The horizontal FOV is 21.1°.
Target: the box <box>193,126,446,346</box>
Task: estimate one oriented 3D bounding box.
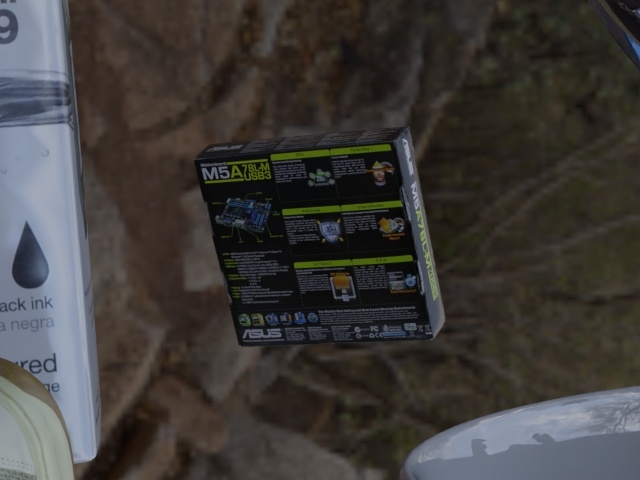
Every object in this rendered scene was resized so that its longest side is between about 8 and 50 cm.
[{"bbox_3d":[0.000,0.000,1.481,0.045,0.190,0.184,-45,126,-60],"label":"box"}]

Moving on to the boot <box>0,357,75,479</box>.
[{"bbox_3d":[-0.137,0.163,0.555,0.165,0.077,0.213,-41,131,-58],"label":"boot"}]

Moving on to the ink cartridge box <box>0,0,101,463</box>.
[{"bbox_3d":[-0.220,-0.038,0.814,0.121,0.211,0.289,-136,-139,-81],"label":"ink cartridge box"}]

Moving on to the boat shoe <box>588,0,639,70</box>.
[{"bbox_3d":[0.204,-0.233,1.185,0.258,0.089,0.109,61,2,-22],"label":"boat shoe"}]

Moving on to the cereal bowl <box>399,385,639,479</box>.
[{"bbox_3d":[0.213,0.162,0.864,0.339,0.339,0.141,-16,102,-67],"label":"cereal bowl"}]

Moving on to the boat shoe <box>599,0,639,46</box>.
[{"bbox_3d":[0.200,-0.200,1.083,0.285,0.103,0.092,55,20,-13],"label":"boat shoe"}]
